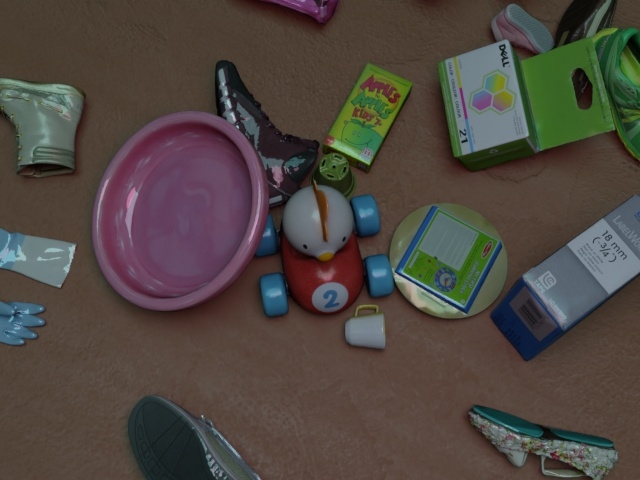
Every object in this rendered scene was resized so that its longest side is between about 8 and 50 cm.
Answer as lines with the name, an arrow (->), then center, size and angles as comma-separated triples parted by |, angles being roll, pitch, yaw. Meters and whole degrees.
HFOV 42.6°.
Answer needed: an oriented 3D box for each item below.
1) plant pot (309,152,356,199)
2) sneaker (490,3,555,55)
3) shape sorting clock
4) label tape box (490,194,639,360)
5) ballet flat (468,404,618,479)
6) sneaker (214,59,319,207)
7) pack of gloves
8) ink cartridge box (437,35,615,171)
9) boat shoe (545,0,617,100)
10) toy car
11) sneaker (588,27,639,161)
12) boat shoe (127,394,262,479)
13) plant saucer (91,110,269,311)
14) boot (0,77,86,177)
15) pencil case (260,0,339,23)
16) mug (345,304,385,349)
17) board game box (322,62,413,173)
plant pot -> 0.023, -0.114, 1.425 | 0.083, 0.079, 0.083 | 1, 73, -2
sneaker -> 0.375, -0.383, 1.536 | 0.134, 0.070, 0.051 | 34, 63, -21
shape sorting clock -> 0.218, 0.034, 1.402 | 0.206, 0.040, 0.206 | 1, 69, -3
label tape box -> 0.449, 0.037, 1.302 | 0.334, 0.240, 0.106 | -34, 74, -11
ballet flat -> 0.345, 0.328, 1.295 | 0.241, 0.091, 0.077 | 14, 95, 7
sneaker -> -0.090, -0.190, 1.446 | 0.163, 0.106, 0.281 | -12, 83, -10
pack of gloves -> -0.556, 0.062, 1.380 | 0.232, 0.046, 0.195 | 15, 74, 3
ink cartridge box -> 0.349, -0.249, 1.410 | 0.255, 0.097, 0.188 | -15, 72, 24
boat shoe -> 0.490, -0.365, 1.517 | 0.095, 0.095, 0.257 | 38, 76, -25
toy car -> 0.000, 0.000, 1.306 | 0.219, 0.238, 0.210 | -10, 73, -4
sneaker -> 0.570, -0.239, 1.428 | 0.109, 0.123, 0.295 | -40, 100, -13
boat shoe -> -0.169, 0.364, 1.274 | 0.320, 0.103, 0.118 | 38, 95, 16
plant saucer -> -0.222, -0.044, 1.347 | 0.332, 0.084, 0.331 | -7, 75, 25
boot -> -0.530, -0.196, 1.445 | 0.213, 0.077, 0.165 | 3, 75, -3
pencil case -> -0.070, -0.472, 1.531 | 0.210, 0.095, 0.098 | 19, 38, 7
mug -> 0.075, 0.148, 1.364 | 0.064, 0.078, 0.062 | -2, 105, 7
board game box -> 0.085, -0.221, 1.478 | 0.092, 0.043, 0.181 | 26, 74, 7
